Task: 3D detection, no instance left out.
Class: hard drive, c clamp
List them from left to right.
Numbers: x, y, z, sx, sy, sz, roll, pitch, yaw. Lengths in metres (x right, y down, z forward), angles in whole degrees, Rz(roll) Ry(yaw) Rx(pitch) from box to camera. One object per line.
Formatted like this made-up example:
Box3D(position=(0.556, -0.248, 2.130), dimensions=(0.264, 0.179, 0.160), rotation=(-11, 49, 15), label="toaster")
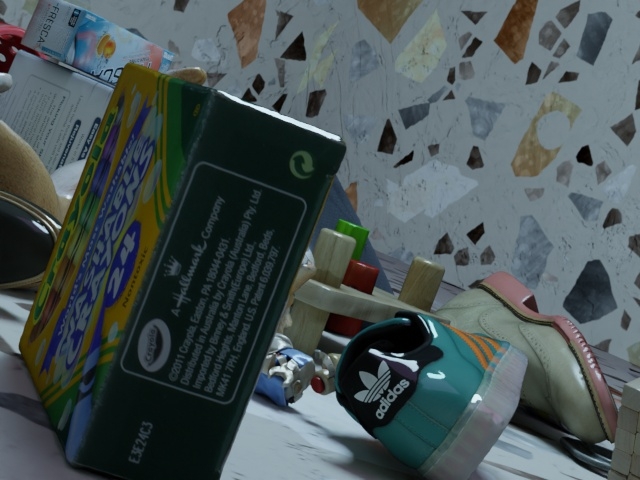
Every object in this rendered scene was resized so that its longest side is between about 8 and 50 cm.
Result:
Box3D(position=(0.000, 0.000, 2.044), dimensions=(0.172, 0.054, 0.254), rotation=(16, 43, -56), label="hard drive")
Box3D(position=(0.303, 0.220, 1.695), dimensions=(0.137, 0.022, 0.161), rotation=(22, 3, 3), label="c clamp")

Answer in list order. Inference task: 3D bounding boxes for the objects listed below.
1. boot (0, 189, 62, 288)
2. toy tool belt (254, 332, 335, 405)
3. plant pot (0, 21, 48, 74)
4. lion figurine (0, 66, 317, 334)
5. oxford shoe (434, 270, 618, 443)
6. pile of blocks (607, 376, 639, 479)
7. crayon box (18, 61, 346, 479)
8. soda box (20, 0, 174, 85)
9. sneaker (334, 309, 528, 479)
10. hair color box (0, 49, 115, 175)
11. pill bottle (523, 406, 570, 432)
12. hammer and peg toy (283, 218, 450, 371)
Box3D(position=(-0.295, -0.004, 1.218), dimensions=(0.198, 0.077, 0.137), rotation=(9, 4, 15), label="boot")
Box3D(position=(-0.031, 0.104, 1.303), dimensions=(0.051, 0.052, 0.083), rotation=(-22, 29, -37), label="toy tool belt")
Box3D(position=(-0.468, -0.195, 2.217), dimensions=(0.174, 0.191, 0.191), rotation=(14, -1, 33), label="plant pot")
Box3D(position=(-0.185, -0.023, 1.421), dimensions=(0.392, 0.240, 0.142), rotation=(-1, -3, -37), label="lion figurine")
Box3D(position=(0.206, 0.143, 1.800), dimensions=(0.130, 0.123, 0.348), rotation=(-24, 19, -8), label="oxford shoe")
Box3D(position=(0.405, 0.198, 1.602), dimensions=(0.113, 0.149, 0.362), rotation=(24, 3, 40), label="pile of blocks")
Box3D(position=(-0.098, 0.007, 1.016), dimensions=(0.083, 0.203, 0.323), rotation=(20, 3, -17), label="crayon box")
Box3D(position=(-0.226, -0.197, 1.777), dimensions=(0.063, 0.058, 0.183), rotation=(24, 2, 26), label="soda box")
Box3D(position=(0.079, 0.100, 1.300), dimensions=(0.121, 0.108, 0.302), rotation=(38, 5, 2), label="sneaker")
Box3D(position=(-0.223, -0.067, 1.710), dimensions=(0.105, 0.174, 0.347), rotation=(22, 3, -36), label="hair color box")
Box3D(position=(0.257, 0.167, 1.912), dimensions=(0.065, 0.065, 0.116), rotation=(19, 4, -36), label="pill bottle")
Box3D(position=(0.014, 0.048, 1.732), dimensions=(0.361, 0.127, 0.266), rotation=(23, 4, 34), label="hammer and peg toy")
